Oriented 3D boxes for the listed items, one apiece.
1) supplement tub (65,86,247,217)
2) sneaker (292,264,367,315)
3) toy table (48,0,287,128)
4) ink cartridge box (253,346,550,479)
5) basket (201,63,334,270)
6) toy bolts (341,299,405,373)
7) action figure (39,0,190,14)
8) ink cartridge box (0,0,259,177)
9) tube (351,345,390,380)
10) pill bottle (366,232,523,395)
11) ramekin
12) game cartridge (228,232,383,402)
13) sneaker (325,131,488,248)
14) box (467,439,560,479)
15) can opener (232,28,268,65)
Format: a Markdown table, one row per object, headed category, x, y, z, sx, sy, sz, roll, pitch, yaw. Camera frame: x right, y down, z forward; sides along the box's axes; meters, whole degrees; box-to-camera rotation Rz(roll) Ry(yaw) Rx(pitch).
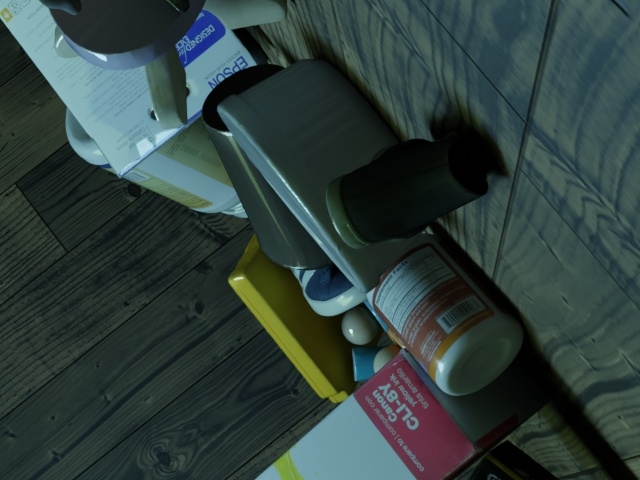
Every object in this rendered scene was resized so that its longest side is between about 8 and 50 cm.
| category | x | y | z | sx | sy | sz | roll | pitch | yaw |
| --- | --- | --- | --- | --- | --- | --- | --- | --- | --- |
| supplement tub | -0.206 | -0.176 | 2.273 | 0.316 | 0.228 | 0.228 | 25 | -165 | -39 |
| sneaker | 0.000 | 0.000 | 2.097 | 0.148 | 0.131 | 0.350 | 62 | 169 | -16 |
| toy table | -0.174 | -0.254 | 1.486 | 0.161 | 0.252 | 0.274 | 65 | -150 | -59 |
| ink cartridge box | 0.075 | 0.288 | 1.921 | 0.160 | 0.384 | 0.279 | 51 | -155 | 11 |
| basket | -0.053 | -0.104 | 1.909 | 0.227 | 0.154 | 0.204 | 63 | 176 | -39 |
| toy bolts | 0.099 | 0.096 | 2.200 | 0.218 | 0.158 | 0.228 | 52 | 177 | -14 |
| action figure | -0.272 | -0.314 | 1.380 | 0.330 | 0.341 | 0.178 | 46 | -177 | 39 |
| ink cartridge box | -0.263 | -0.289 | 2.022 | 0.307 | 0.303 | 0.072 | 52 | -147 | -7 |
| tube | 0.152 | 0.182 | 2.285 | 0.080 | 0.207 | 0.052 | -133 | 37 | -84 |
| pill bottle | 0.131 | 0.070 | 1.740 | 0.216 | 0.121 | 0.121 | 50 | 177 | 34 |
| ramekin | 0.015 | -0.082 | 1.641 | 0.273 | 0.127 | 0.273 | 52 | 177 | 4 |
| game cartridge | 0.004 | 0.060 | 2.347 | 0.285 | 0.052 | 0.324 | 53 | -139 | -22 |
| sneaker | 0.100 | -0.050 | 1.252 | 0.083 | 0.118 | 0.222 | 68 | -155 | -5 |
| box | 0.329 | 0.382 | 1.845 | 0.322 | 0.079 | 0.257 | 37 | -174 | 13 |
| can opener | -0.181 | -0.330 | 2.169 | 0.283 | 0.076 | 0.095 | 48 | 176 | 42 |
